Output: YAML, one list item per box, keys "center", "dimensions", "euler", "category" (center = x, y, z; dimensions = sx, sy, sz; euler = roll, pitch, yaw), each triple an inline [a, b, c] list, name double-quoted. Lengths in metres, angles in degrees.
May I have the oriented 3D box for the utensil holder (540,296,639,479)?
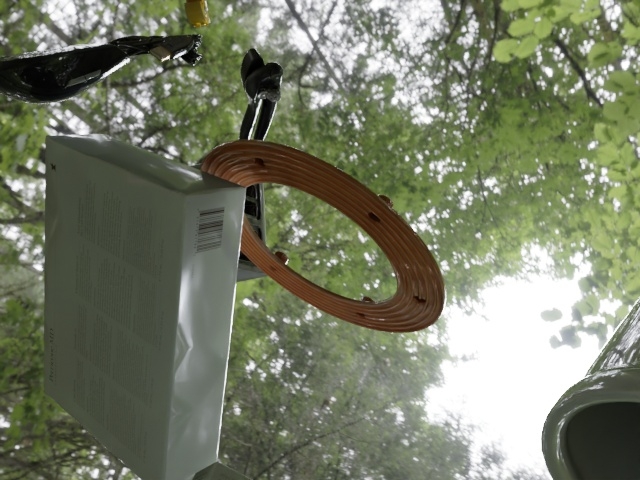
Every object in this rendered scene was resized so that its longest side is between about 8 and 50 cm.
- center: [0.469, 0.146, 0.646]
  dimensions: [0.328, 0.327, 0.385]
  euler: [25, -126, 36]
  category: "utensil holder"

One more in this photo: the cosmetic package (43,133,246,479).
- center: [-0.238, 0.079, 0.797]
  dimensions: [0.284, 0.097, 0.377]
  euler: [22, -68, 34]
  category: "cosmetic package"

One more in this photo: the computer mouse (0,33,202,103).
- center: [-0.265, -0.207, 0.768]
  dimensions: [0.184, 0.060, 0.262]
  euler: [9, -153, 31]
  category: "computer mouse"

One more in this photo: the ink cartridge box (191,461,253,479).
- center: [-0.075, 0.266, 0.444]
  dimensions: [0.060, 0.104, 0.180]
  euler: [-44, -162, 51]
  category: "ink cartridge box"

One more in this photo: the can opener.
- center: [-0.092, -0.205, 0.967]
  dimensions: [0.059, 0.186, 0.073]
  euler: [-7, -120, -15]
  category: "can opener"

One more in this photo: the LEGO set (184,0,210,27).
- center: [-0.128, -0.291, 0.698]
  dimensions: [0.087, 0.227, 0.093]
  euler: [-6, -77, 12]
  category: "LEGO set"

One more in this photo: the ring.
- center: [0.000, 0.000, 0.765]
  dimensions: [0.337, 0.336, 0.032]
  euler: [14, -123, 34]
  category: "ring"

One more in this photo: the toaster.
- center: [-0.163, -0.027, 0.969]
  dimensions: [0.110, 0.186, 0.168]
  euler: [-10, -103, 26]
  category: "toaster"
